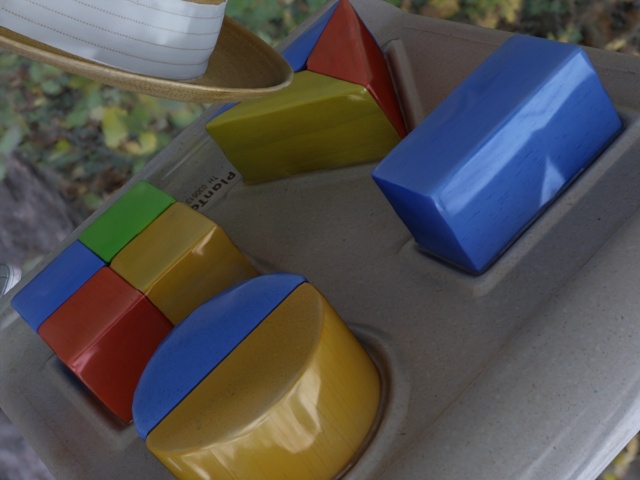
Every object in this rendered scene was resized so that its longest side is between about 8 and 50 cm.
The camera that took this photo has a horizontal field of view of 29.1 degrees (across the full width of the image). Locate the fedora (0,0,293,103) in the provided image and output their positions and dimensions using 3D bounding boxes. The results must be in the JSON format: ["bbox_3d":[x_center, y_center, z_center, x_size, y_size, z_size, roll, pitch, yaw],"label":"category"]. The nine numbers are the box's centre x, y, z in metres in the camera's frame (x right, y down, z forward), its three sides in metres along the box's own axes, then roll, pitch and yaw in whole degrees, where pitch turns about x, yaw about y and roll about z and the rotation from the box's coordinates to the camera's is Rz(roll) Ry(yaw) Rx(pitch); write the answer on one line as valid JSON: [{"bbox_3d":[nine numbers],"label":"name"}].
[{"bbox_3d":[-0.087,-0.118,0.421,0.194,0.194,0.079,-14,134,-64],"label":"fedora"}]

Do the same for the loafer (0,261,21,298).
[{"bbox_3d":[-0.352,0.078,1.344,0.039,0.045,0.125,11,116,-45],"label":"loafer"}]

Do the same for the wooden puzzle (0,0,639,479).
[{"bbox_3d":[0.000,0.000,0.565,0.322,0.080,0.348,-44,-143,-12],"label":"wooden puzzle"}]
